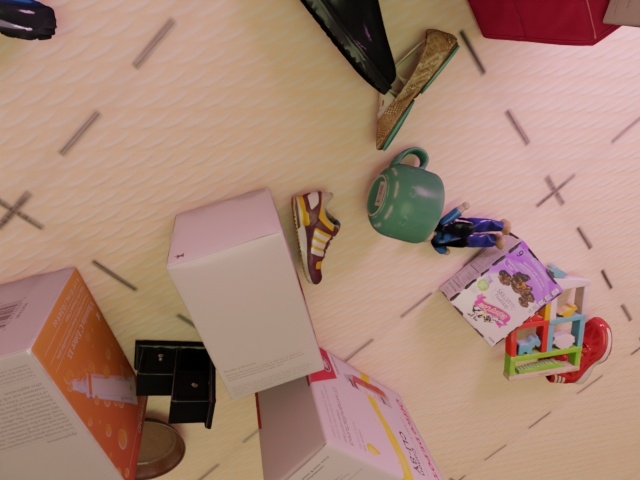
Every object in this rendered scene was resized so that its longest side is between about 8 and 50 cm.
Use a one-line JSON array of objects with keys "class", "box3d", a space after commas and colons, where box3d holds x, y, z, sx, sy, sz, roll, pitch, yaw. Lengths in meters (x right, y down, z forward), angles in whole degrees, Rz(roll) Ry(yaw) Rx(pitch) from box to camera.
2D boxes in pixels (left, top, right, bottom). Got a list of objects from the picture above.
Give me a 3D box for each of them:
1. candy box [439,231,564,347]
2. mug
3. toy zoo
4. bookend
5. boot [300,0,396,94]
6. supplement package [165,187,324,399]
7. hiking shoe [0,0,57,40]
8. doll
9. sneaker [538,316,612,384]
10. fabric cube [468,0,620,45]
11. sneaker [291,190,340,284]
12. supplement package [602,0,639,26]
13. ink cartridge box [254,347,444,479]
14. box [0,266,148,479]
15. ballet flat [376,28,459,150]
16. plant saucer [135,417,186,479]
[{"class": "candy box", "box3d": [0.390, 0.108, 0.909, 0.196, 0.070, 0.165, -43, 107, 10]}, {"class": "mug", "box3d": [0.139, -0.078, 0.740, 0.097, 0.158, 0.130, 13, 138, -17]}, {"class": "toy zoo", "box3d": [0.544, 0.195, 1.008, 0.192, 0.030, 0.294, -7, 108, -6]}, {"class": "bookend", "box3d": [-0.281, 0.270, 0.793, 0.157, 0.156, 0.073, 7, 116, -17]}, {"class": "boot", "box3d": [0.087, -0.361, 0.578, 0.207, 0.094, 0.246, -40, 114, 13]}, {"class": "supplement package", "box3d": [-0.121, 0.091, 0.724, 0.175, 0.178, 0.293, -17, 121, -4]}, {"class": "hiking shoe", "box3d": [-0.438, -0.340, 0.445, 0.303, 0.113, 0.132, 27, 109, -26]}, {"class": "doll", "box3d": [0.282, -0.019, 0.843, 0.188, 0.046, 0.129, -1, 127, -7]}, {"class": "sneaker", "box3d": [0.660, 0.300, 1.093, 0.127, 0.087, 0.222, -3, 117, -14]}, {"class": "fabric cube", "box3d": [0.312, -0.433, 0.505, 0.254, 0.259, 0.258, -37, 118, 8]}, {"class": "sneaker", "box3d": [0.000, 0.000, 0.768, 0.083, 0.070, 0.186, -11, 121, -2]}, {"class": "supplement package", "box3d": [0.402, -0.240, 0.338, 0.138, 0.244, 0.134, -2, 119, -12]}, {"class": "ink cartridge box", "box3d": [0.061, 0.415, 0.891, 0.160, 0.279, 0.384, -45, 120, 11]}, {"class": "box", "box3d": [-0.450, 0.258, 0.708, 0.168, 0.215, 0.346, -15, 121, -7]}, {"class": "ballet flat", "box3d": [0.137, -0.247, 0.682, 0.067, 0.073, 0.206, 36, 104, 0]}, {"class": "plant saucer", "box3d": [-0.404, 0.462, 0.936, 0.198, 0.036, 0.199, -6, 120, -11]}]
